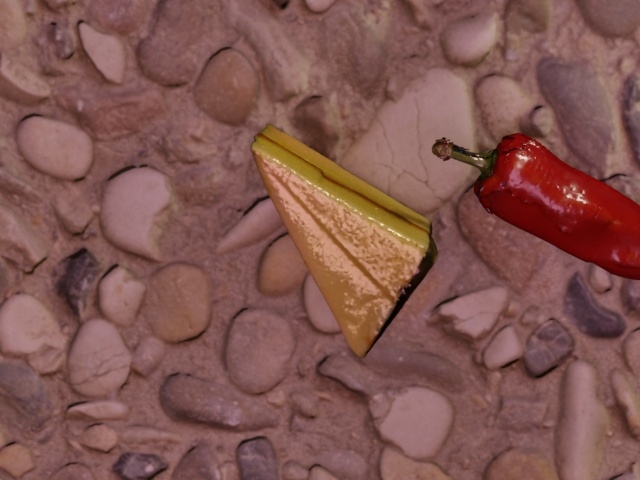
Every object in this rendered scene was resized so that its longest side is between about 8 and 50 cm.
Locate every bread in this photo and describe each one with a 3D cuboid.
[{"bbox_3d":[-0.003,-0.003,1.739,0.264,0.167,0.163,31,106,-2],"label":"bread"}]

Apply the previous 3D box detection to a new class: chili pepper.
[{"bbox_3d":[0.306,-0.042,1.739,0.387,0.110,0.110,27,106,-10],"label":"chili pepper"}]
